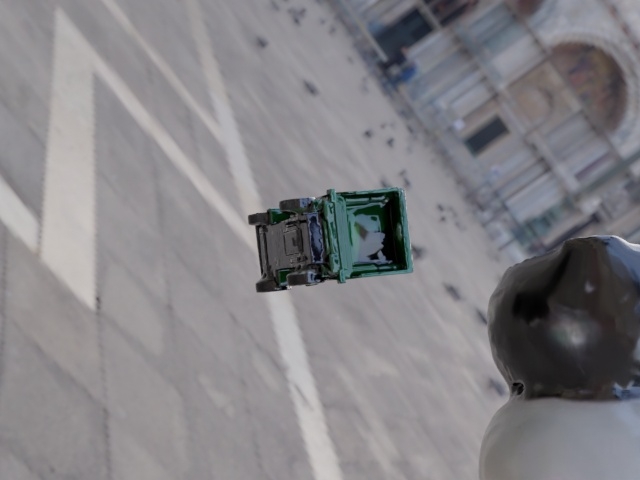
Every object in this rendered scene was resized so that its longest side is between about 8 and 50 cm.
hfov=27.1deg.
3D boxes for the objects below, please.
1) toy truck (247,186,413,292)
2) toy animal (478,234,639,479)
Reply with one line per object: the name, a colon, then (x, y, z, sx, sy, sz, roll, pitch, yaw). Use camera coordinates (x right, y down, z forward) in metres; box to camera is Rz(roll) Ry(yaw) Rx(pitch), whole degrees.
toy truck: (0.000, 0.000, 0.937, 0.147, 0.079, 0.065, 168, -84, -70)
toy animal: (0.203, 0.130, 0.942, 0.165, 0.187, 0.235, 29, 59, -60)
